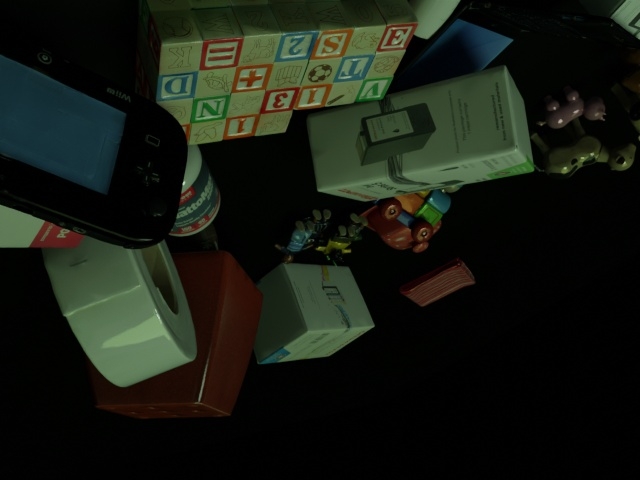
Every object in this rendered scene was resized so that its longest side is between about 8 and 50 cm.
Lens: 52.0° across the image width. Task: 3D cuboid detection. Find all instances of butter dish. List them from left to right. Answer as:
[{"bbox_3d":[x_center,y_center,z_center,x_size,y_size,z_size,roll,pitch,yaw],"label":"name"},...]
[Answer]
[{"bbox_3d":[0.181,-0.031,1.331,0.160,0.118,0.160,-32,156,19],"label":"butter dish"}]

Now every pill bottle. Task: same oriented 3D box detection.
[{"bbox_3d":[-0.203,-0.087,0.867,0.107,0.108,0.180,-21,157,-4],"label":"pill bottle"}]

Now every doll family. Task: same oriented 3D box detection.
[{"bbox_3d":[0.000,0.000,1.281,0.192,0.076,0.111,10,143,-22],"label":"doll family"}]

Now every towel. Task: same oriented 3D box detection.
[{"bbox_3d":[0.355,0.133,1.962,0.198,0.031,0.275,-28,157,13],"label":"towel"}]

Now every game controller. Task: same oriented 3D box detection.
[{"bbox_3d":[-0.269,-0.108,0.590,0.319,0.167,0.067,24,152,-32],"label":"game controller"}]

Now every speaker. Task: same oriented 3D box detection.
[{"bbox_3d":[0.149,-0.307,0.780,0.055,0.055,0.136,-10,154,-28],"label":"speaker"}]

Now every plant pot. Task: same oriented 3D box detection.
[{"bbox_3d":[-0.257,0.179,1.135,0.267,0.236,0.267,-4,159,7],"label":"plant pot"}]

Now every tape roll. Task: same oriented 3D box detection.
[{"bbox_3d":[-0.263,0.046,0.877,0.100,0.286,0.286,-20,157,-4],"label":"tape roll"}]

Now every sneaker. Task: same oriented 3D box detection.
[{"bbox_3d":[-0.210,0.027,1.155,0.066,0.071,0.188,-17,156,-13],"label":"sneaker"}]

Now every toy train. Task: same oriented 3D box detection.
[{"bbox_3d":[0.138,-0.114,1.160,0.248,0.105,0.143,32,105,-32],"label":"toy train"}]

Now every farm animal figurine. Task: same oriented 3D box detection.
[{"bbox_3d":[0.579,-0.230,1.193,0.326,0.172,0.330,-13,155,-23],"label":"farm animal figurine"}]

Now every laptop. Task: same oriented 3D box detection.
[{"bbox_3d":[0.260,-0.231,0.876,0.234,0.264,0.137,-14,120,-55],"label":"laptop"}]

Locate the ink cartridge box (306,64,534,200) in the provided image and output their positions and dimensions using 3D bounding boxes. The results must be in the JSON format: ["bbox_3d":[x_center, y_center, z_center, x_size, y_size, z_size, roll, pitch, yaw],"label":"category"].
[{"bbox_3d":[0.145,-0.137,0.926,0.272,0.115,0.198,-9,175,24],"label":"ink cartridge box"}]

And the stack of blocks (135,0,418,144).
[{"bbox_3d":[-0.056,-0.209,0.763,0.297,0.087,0.171,-13,155,-23],"label":"stack of blocks"}]

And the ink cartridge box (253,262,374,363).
[{"bbox_3d":[-0.032,0.164,1.493,0.171,0.168,0.232,-38,153,32],"label":"ink cartridge box"}]

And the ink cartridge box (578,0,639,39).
[{"bbox_3d":[0.408,-0.335,0.887,0.150,0.109,0.063,-3,145,-40],"label":"ink cartridge box"}]

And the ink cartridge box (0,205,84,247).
[{"bbox_3d":[-0.354,-0.089,0.642,0.237,0.172,0.100,1,147,-44],"label":"ink cartridge box"}]
